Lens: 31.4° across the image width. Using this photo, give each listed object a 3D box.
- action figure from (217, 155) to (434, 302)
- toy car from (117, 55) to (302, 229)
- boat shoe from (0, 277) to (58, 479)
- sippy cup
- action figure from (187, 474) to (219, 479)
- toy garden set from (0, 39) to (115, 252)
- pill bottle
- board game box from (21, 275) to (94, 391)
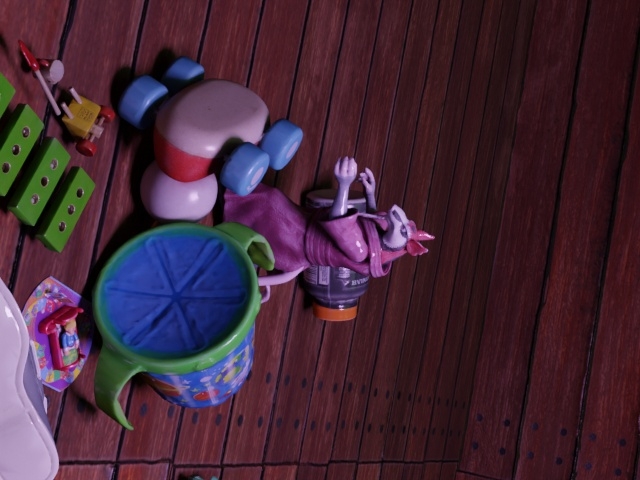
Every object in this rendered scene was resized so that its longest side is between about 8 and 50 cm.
[{"bbox_3d":[0.000,0.000,1.845,0.248,0.370,0.275,14,88,-63],"label":"action figure"},{"bbox_3d":[-0.187,-0.106,1.679,0.210,0.219,0.238,-43,164,-55],"label":"toy car"},{"bbox_3d":[-0.400,0.156,1.386,0.099,0.116,0.319,-131,-154,-63],"label":"boat shoe"},{"bbox_3d":[-0.192,0.128,1.660,0.224,0.306,0.240,81,-10,-57],"label":"sippy cup"},{"bbox_3d":[-0.188,0.475,1.941,0.137,0.064,0.232,-56,149,-41],"label":"action figure"},{"bbox_3d":[-0.358,-0.134,1.417,0.203,0.049,0.244,-68,151,-25],"label":"toy garden set"},{"bbox_3d":[0.032,0.030,2.213,0.130,0.130,0.245,-25,120,-62],"label":"pill bottle"},{"bbox_3d":[-0.344,0.131,1.536,0.168,0.033,0.133,49,53,-59],"label":"board game box"}]
